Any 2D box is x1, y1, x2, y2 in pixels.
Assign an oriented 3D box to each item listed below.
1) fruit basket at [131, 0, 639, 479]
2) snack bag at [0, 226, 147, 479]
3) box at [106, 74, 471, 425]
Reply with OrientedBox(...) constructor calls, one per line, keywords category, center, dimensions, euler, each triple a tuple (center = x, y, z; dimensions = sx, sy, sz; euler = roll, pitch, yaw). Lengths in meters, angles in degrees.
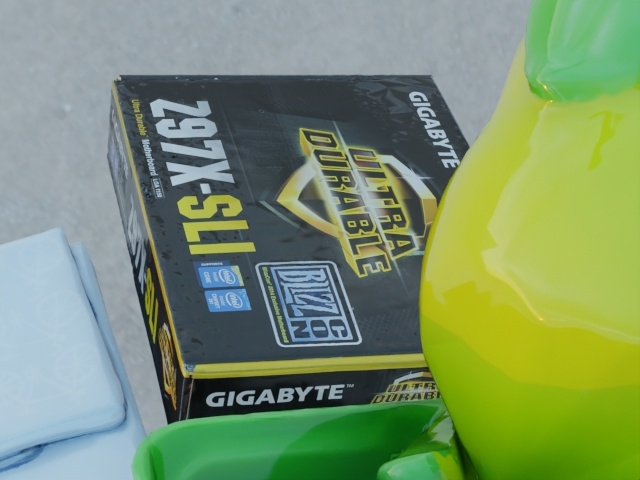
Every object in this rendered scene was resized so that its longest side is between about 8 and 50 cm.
OrientedBox(category="fruit basket", center=(0.132, 0.093, 0.514), dimensions=(0.392, 0.392, 0.283), euler=(-34, 35, -2))
OrientedBox(category="snack bag", center=(-0.271, 0.159, 0.972), dimensions=(0.323, 0.037, 0.342), euler=(-16, 52, -13))
OrientedBox(category="box", center=(0.000, 0.000, 1.024), dimensions=(0.257, 0.079, 0.322), euler=(-3, 40, -15))
